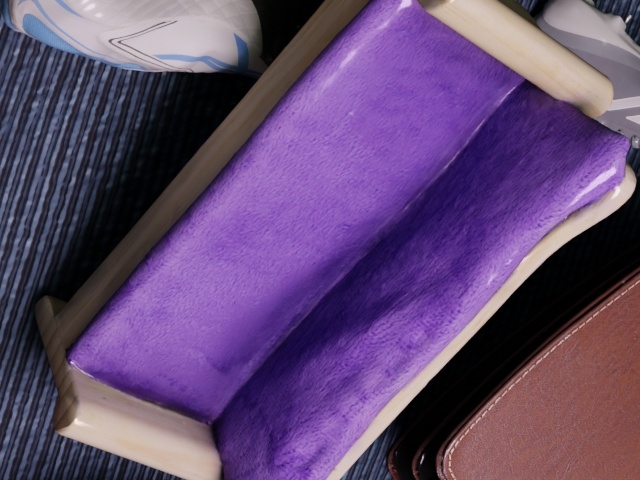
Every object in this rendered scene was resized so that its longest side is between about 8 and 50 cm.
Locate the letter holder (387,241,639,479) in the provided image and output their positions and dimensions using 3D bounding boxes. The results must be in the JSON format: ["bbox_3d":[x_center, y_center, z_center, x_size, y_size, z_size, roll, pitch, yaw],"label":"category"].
[{"bbox_3d":[0.199,0.105,1.189,0.302,0.152,0.214,-37,121,-12],"label":"letter holder"}]

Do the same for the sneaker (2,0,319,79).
[{"bbox_3d":[-0.086,-0.140,0.981,0.237,0.086,0.085,8,77,-44],"label":"sneaker"}]

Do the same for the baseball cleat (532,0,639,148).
[{"bbox_3d":[0.220,-0.081,1.132,0.206,0.072,0.109,44,95,10],"label":"baseball cleat"}]

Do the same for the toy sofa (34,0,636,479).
[{"bbox_3d":[0.000,0.000,0.955,0.150,0.177,0.362,28,113,-38],"label":"toy sofa"}]
